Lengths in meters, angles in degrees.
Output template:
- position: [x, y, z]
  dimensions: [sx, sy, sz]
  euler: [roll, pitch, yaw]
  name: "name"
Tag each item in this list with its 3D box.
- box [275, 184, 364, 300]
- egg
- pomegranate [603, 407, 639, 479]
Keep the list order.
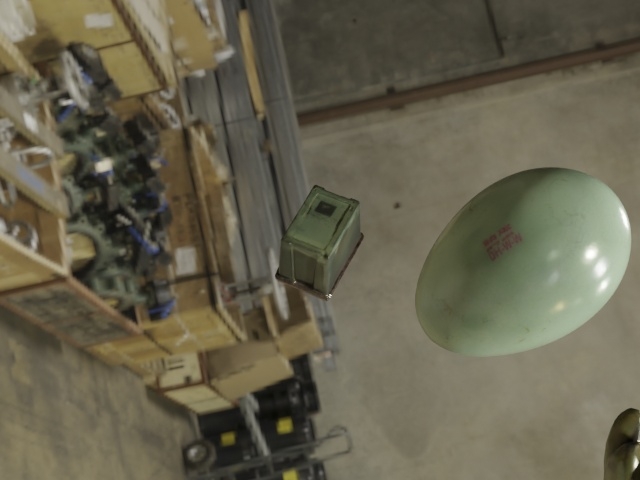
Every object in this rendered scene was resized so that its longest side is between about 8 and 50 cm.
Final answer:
- position: [0.000, 0.000, 0.870]
  dimensions: [0.085, 0.060, 0.063]
  euler: [-59, 165, -31]
  name: "box"
- position: [0.219, 0.030, 1.045]
  dimensions: [0.183, 0.264, 0.183]
  euler: [37, 29, -25]
  name: "egg"
- position: [0.139, 0.179, 0.405]
  dimensions: [0.187, 0.187, 0.225]
  euler: [-97, -169, -65]
  name: "pomegranate"
